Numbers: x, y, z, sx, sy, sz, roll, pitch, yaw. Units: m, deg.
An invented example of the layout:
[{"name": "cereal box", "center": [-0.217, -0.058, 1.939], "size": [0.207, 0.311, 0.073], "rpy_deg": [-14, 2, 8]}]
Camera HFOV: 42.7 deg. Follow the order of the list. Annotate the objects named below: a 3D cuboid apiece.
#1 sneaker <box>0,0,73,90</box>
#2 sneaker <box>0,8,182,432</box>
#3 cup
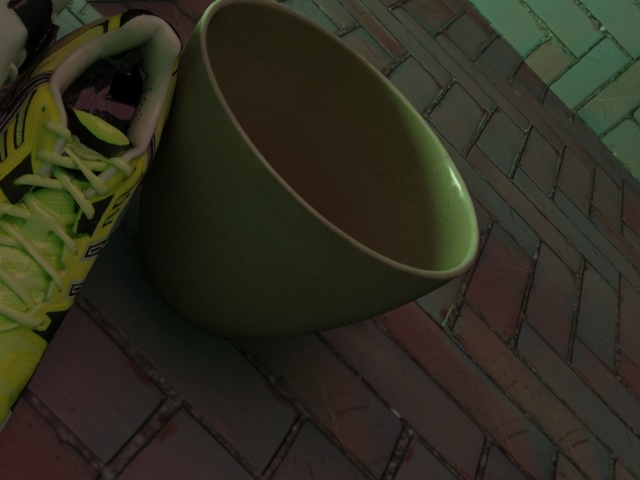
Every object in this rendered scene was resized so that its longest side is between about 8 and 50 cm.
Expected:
[{"name": "sneaker", "center": [-0.250, -0.156, 0.572], "size": [0.330, 0.123, 0.146], "rpy_deg": [-43, 130, -56]}, {"name": "sneaker", "center": [-0.216, -0.027, 0.591], "size": [0.145, 0.147, 0.384], "rpy_deg": [30, 57, -25]}, {"name": "cup", "center": [-0.045, -0.036, 0.805], "size": [0.331, 0.237, 0.331], "rpy_deg": [32, 34, -25]}]
